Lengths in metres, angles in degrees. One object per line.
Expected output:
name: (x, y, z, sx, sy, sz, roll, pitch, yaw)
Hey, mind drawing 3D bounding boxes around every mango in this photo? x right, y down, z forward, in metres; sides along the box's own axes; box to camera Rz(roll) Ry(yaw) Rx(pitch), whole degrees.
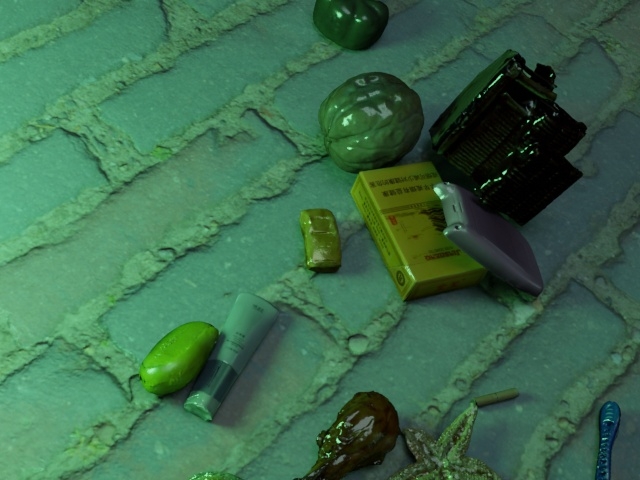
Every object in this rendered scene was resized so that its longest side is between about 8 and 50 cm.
mango: (-0.230, 0.195, 1.497, 0.091, 0.074, 0.165, 19, 39, 31)

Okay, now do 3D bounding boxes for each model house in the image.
model house: (0.401, -0.206, 1.816, 0.282, 0.317, 0.297, 38, 31, -5)

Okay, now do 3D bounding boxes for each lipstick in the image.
lipstick: (0.317, 0.285, 1.645, 0.094, 0.019, 0.019, -8, 58, -23)

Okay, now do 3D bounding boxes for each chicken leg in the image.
chicken leg: (0.021, 0.358, 1.460, 0.304, 0.093, 0.113, -38, 86, -31)

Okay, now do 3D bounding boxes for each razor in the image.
razor: (0.489, 0.418, 1.589, 0.056, 0.093, 0.324, 57, 42, -26)

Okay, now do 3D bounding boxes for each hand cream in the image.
hand cream: (-0.152, 0.191, 1.546, 0.079, 0.048, 0.255, 29, 49, 0)

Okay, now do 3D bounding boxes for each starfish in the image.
starfish: (0.208, 0.404, 1.505, 0.295, 0.048, 0.231, -31, 69, -32)

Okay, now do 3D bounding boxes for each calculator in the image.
calculator: (0.342, -0.001, 1.776, 0.294, 0.043, 0.194, 31, 32, -29)

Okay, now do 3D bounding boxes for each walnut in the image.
walnut: (0.107, -0.241, 1.850, 0.224, 0.224, 0.224, 9, 53, -12)

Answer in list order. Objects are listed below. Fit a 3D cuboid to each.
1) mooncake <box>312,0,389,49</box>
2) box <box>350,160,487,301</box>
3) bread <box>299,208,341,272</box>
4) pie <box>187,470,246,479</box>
mooncake: (0.074, -0.531, 2.114, 0.175, 0.104, 0.168, 9, 47, -16)
box: (0.193, -0.024, 1.796, 0.174, 0.076, 0.274, -11, 59, -23)
bread: (0.000, 0.000, 1.729, 0.074, 0.053, 0.132, 3, 56, -16)
pie: (-0.160, 0.431, 1.349, 0.187, 0.041, 0.187, -1, 56, 2)
